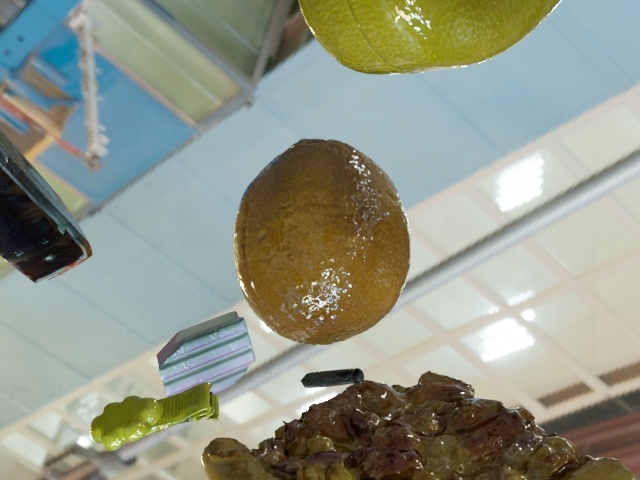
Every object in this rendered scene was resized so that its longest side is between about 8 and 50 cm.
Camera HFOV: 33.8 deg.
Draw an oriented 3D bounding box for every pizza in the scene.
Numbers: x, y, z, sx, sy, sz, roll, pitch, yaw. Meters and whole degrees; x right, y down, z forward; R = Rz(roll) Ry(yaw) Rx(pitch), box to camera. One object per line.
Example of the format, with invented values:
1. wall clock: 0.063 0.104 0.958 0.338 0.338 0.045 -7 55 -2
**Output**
1. pizza: 0.092 0.211 0.968 0.409 0.114 0.278 5 -159 24

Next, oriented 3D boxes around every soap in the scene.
1. soap: -0.173 0.177 1.552 0.149 0.100 0.056 -21 -162 -18

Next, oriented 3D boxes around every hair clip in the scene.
1. hair clip: -0.221 0.231 1.378 0.173 0.046 0.072 -12 -135 7

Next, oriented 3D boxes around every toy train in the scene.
1. toy train: -0.344 -0.070 1.063 0.086 0.409 0.089 -30 -114 -4

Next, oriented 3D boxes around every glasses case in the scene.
1. glasses case: 0.137 -0.272 0.864 0.141 0.173 0.371 3 -132 43

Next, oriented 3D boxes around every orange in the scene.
1. orange: 0.000 0.000 1.862 0.322 0.322 0.357 -24 -113 45

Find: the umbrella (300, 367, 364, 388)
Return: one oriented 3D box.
1. umbrella: 0.022 0.252 1.912 0.133 0.031 0.036 -13 -148 37
